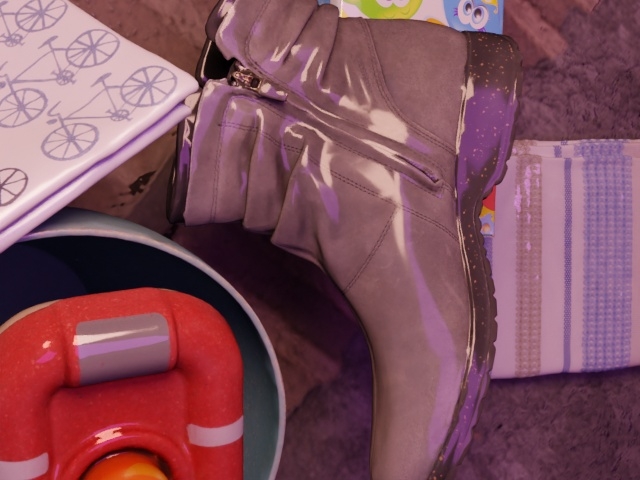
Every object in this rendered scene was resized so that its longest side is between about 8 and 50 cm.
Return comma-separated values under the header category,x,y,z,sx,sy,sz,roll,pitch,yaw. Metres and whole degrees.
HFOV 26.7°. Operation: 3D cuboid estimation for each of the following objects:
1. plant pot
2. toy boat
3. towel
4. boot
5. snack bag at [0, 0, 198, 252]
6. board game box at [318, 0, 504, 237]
category,x,y,z,sx,sy,sz,roll,pitch,yaw
plant pot,-0.192,0.097,0.878,0.290,0.195,0.290,-9,113,-21
toy boat,-0.102,0.149,0.736,0.151,0.151,0.231,-8,113,-21
towel,0.213,0.013,1.181,0.285,0.034,0.209,-3,94,-24
boot,0.000,0.000,0.894,0.223,0.118,0.338,9,78,-14
snack bag,-0.294,-0.070,0.793,0.323,0.342,0.037,-39,142,-23
board game box,0.045,-0.142,1.035,0.142,0.144,0.275,3,90,-25
